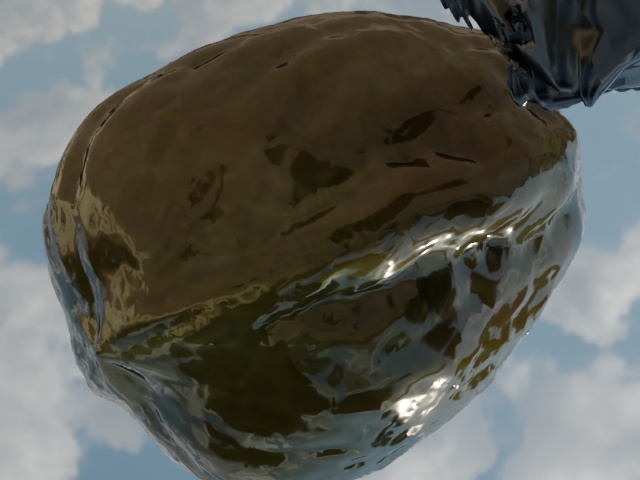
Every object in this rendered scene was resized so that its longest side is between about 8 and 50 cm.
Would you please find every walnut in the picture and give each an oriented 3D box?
[{"bbox_3d":[0.000,0.000,0.694,0.283,0.227,0.283,-27,179,-1],"label":"walnut"}]

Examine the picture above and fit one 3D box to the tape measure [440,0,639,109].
[{"bbox_3d":[0.117,-0.118,0.407,0.199,0.112,0.186,-7,-145,-14],"label":"tape measure"}]
